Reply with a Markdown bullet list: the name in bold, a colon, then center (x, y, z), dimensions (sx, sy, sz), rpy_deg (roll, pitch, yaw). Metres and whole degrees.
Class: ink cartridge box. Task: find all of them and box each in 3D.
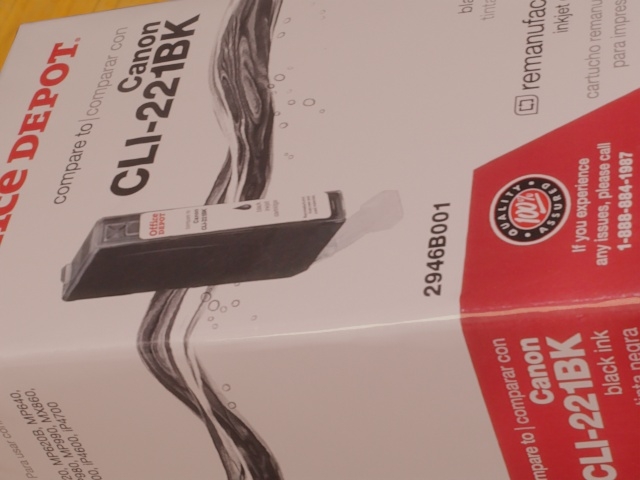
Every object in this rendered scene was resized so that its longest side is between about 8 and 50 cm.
- **ink cartridge box**: center (0.000, 0.000, 0.631), dimensions (0.273, 0.114, 0.197), rpy_deg (-7, 44, 18)
